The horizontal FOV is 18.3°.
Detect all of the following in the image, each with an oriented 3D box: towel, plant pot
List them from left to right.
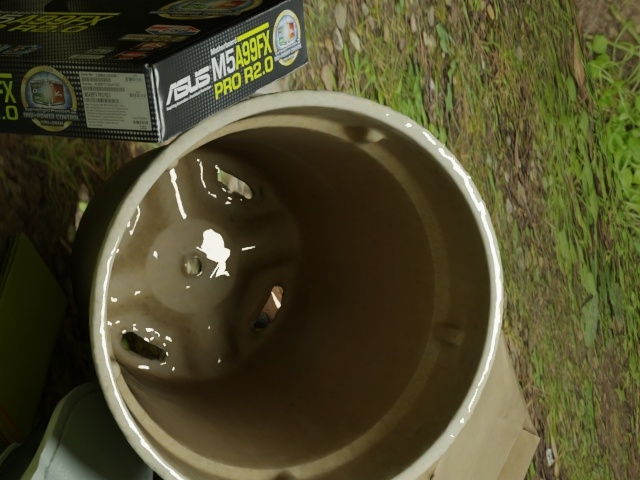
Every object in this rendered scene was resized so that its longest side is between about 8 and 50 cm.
[{"bbox_3d":[-0.256,0.113,1.605,0.102,0.021,0.237,66,27,-45],"label":"towel"},{"bbox_3d":[-0.065,0.035,1.639,0.305,0.334,0.333,-162,-122,-68],"label":"plant pot"}]

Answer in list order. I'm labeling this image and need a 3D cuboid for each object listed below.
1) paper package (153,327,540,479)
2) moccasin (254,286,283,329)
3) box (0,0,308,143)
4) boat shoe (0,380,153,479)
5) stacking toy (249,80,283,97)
[{"bbox_3d":[0.001,0.208,1.774,0.309,0.325,0.168,-56,133,-56],"label":"paper package"},{"bbox_3d":[-0.003,0.000,2.090,0.380,0.139,0.147,-21,112,-56],"label":"moccasin"},{"bbox_3d":[-0.178,-0.138,1.506,0.216,0.270,0.060,-35,125,-54],"label":"box"},{"bbox_3d":[-0.212,0.199,1.545,0.114,0.091,0.302,58,17,-5],"label":"boat shoe"},{"bbox_3d":[-0.068,-0.266,2.007,0.309,0.130,0.279,-25,106,-65],"label":"stacking toy"}]
